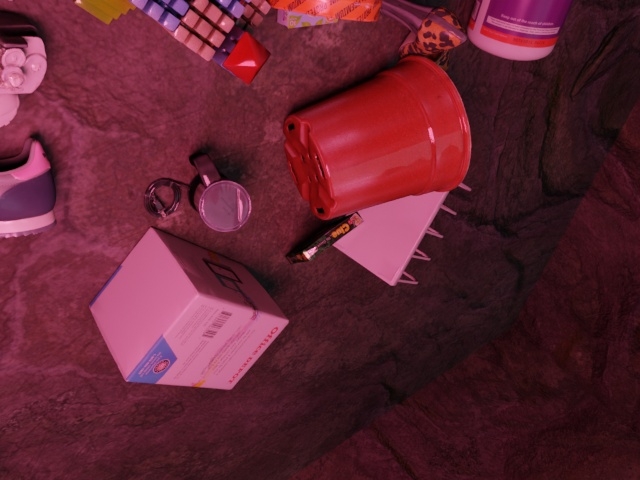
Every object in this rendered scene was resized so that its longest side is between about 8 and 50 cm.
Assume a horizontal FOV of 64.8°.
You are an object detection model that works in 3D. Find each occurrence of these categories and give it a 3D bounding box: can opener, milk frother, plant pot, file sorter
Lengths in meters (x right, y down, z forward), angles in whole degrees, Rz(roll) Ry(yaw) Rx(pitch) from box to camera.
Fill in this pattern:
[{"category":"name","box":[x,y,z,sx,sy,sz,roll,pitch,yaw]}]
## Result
[{"category":"can opener","box":[-0.410,-0.179,0.497,0.280,0.093,0.074,-33,159,-54]},{"category":"milk frother","box":[-0.209,-0.064,0.842,0.143,0.135,0.129,-43,115,-7]},{"category":"plant pot","box":[0.087,-0.176,0.947,0.265,0.272,0.272,-22,140,-17]},{"category":"file sorter","box":[0.200,-0.058,1.200,0.173,0.193,0.277,10,110,-56]}]

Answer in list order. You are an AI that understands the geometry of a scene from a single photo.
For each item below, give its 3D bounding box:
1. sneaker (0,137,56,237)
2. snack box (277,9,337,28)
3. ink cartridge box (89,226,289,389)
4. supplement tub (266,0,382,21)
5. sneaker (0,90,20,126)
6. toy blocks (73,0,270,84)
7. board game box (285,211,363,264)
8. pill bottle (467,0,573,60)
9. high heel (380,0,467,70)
[{"category":"sneaker","box":[-0.490,-0.068,0.598,0.319,0.112,0.131,-9,115,-44]},{"category":"snack box","box":[-0.014,-0.407,0.773,0.100,0.037,0.141,-21,138,-30]},{"category":"ink cartridge box","box":[-0.242,0.141,0.966,0.198,0.197,0.270,-50,145,6]},{"category":"supplement tub","box":[0.022,-0.441,0.600,0.194,0.193,0.316,-15,124,-36]},{"category":"sneaker","box":[-0.458,-0.155,0.542,0.235,0.090,0.094,-20,128,-34]},{"category":"toy blocks","box":[-0.174,-0.294,0.529,0.190,0.261,0.381,-52,145,11]},{"category":"board game box","box":[0.000,0.000,1.085,0.136,0.030,0.260,-39,-176,-11]},{"category":"pill bottle","box":[0.412,-0.528,0.961,0.181,0.181,0.323,-21,140,-30]},{"category":"high heel","box":[0.231,-0.355,0.948,0.261,0.186,0.093,19,111,-53]}]
